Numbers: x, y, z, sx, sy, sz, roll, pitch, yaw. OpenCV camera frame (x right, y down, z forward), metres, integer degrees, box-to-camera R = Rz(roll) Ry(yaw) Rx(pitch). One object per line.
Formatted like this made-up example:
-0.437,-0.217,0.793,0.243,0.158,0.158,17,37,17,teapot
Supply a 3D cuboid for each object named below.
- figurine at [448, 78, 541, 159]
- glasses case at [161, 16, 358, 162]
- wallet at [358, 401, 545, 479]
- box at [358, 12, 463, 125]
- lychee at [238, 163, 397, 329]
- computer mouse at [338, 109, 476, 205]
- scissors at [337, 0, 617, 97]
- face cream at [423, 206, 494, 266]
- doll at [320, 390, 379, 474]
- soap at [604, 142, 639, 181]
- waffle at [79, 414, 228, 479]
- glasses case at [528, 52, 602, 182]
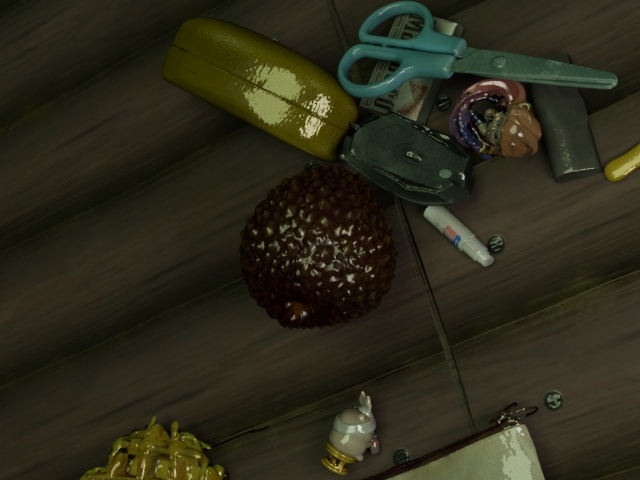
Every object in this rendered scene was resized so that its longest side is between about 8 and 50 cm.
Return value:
0.277,-0.174,1.655,0.157,0.114,0.126,28,109,48,figurine
-0.107,-0.265,1.847,0.371,0.173,0.141,29,96,30,glasses case
0.201,0.409,1.600,0.335,0.068,0.274,-30,62,26,wallet
0.145,-0.280,1.798,0.115,0.036,0.177,22,89,29,box
0.000,0.000,1.706,0.271,0.271,0.271,-7,76,26,lychee
0.133,-0.118,1.732,0.231,0.071,0.126,28,60,23,computer mouse
0.230,-0.266,1.662,0.447,0.029,0.192,15,63,35,scissors
0.212,-0.008,1.702,0.130,0.034,0.034,44,100,27,face cream
0.057,0.295,1.700,0.084,0.073,0.127,27,97,-3,doll
0.451,-0.116,1.613,0.089,0.012,0.034,-33,65,17,soap
-0.280,0.501,1.818,0.382,0.095,0.379,-47,60,8,waffle
0.360,-0.182,1.662,0.072,0.042,0.190,-16,71,16,glasses case
